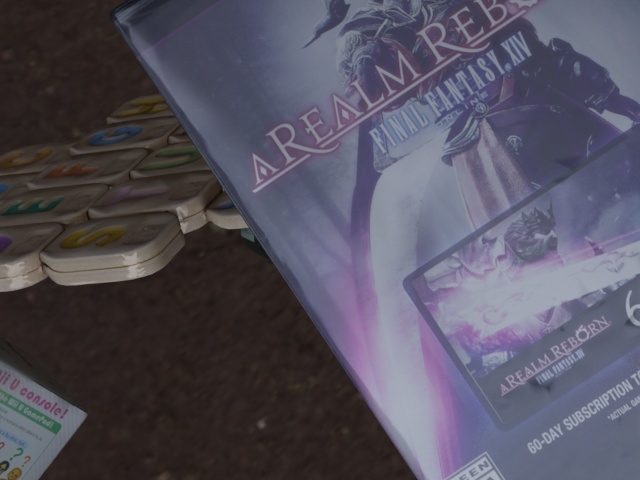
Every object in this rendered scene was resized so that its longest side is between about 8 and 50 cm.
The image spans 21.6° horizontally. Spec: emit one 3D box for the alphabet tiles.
[{"bbox_3d":[-0.105,-0.040,0.990,0.278,0.284,0.021,-5,112,23],"label":"alphabet tiles"}]

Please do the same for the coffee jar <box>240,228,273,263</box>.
[{"bbox_3d":[0.000,0.000,1.510,0.096,0.184,0.079,25,90,-23],"label":"coffee jar"}]

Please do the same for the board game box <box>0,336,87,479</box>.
[{"bbox_3d":[-0.340,0.174,1.147,0.303,0.224,0.097,-51,47,-2],"label":"board game box"}]

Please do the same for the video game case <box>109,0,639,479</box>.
[{"bbox_3d":[0.075,-0.028,0.655,0.196,0.026,0.274,-34,94,2],"label":"video game case"}]
